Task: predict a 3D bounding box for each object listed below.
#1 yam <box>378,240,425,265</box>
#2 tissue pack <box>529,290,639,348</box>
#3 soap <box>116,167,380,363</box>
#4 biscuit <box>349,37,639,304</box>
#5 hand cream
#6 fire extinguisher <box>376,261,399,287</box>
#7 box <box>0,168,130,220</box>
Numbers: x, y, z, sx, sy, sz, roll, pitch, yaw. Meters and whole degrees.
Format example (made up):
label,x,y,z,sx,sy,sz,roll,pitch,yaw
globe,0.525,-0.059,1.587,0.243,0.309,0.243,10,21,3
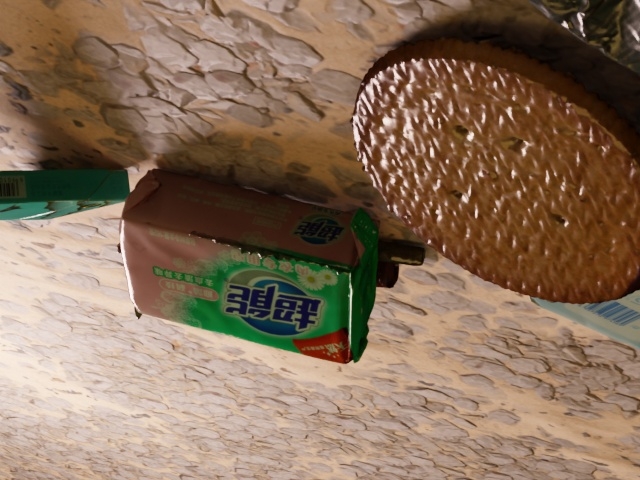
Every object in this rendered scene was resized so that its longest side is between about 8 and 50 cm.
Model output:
label,x,y,z,sx,sy,sz,roll,pitch,yaw
yam,0.000,0.000,1.485,0.234,0.029,0.027,11,128,14
tissue pack,0.334,0.016,1.249,0.177,0.089,0.263,22,153,-15
soap,-0.075,0.030,1.455,0.273,0.098,0.218,14,141,13
biscuit,0.161,-0.057,1.165,0.305,0.038,0.305,25,149,16
hand cream,0.170,-0.180,0.962,0.248,0.052,0.075,26,153,-22
fire extinguisher,0.020,0.032,1.520,0.132,0.039,0.056,3,120,27
box,-0.337,-0.046,1.438,0.161,0.042,0.226,-8,177,43
